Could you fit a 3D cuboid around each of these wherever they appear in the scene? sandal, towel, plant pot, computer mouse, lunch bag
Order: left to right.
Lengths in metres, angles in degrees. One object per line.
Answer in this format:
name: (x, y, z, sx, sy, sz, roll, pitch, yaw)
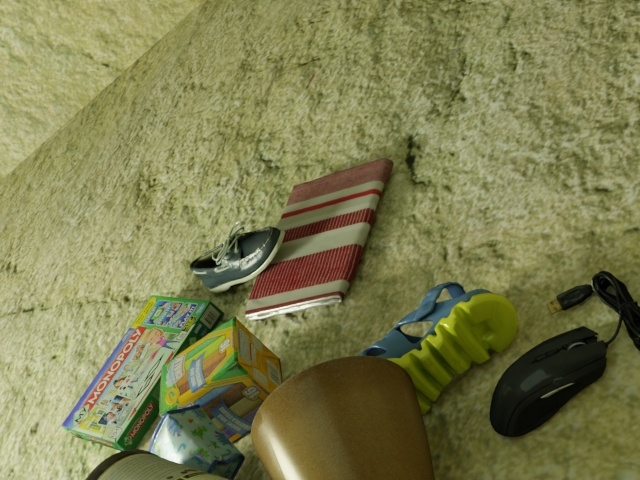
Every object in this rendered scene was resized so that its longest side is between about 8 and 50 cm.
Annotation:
lunch bag: (-0.208, 0.357, 1.906, 0.129, 0.096, 0.151, 43, 115, 29)
towel: (0.000, 0.000, 2.208, 0.237, 0.037, 0.329, -15, 41, 39)
plant pot: (0.056, 0.324, 1.583, 0.237, 0.237, 0.254, -36, 46, 13)
sandal: (0.135, 0.167, 1.767, 0.317, 0.126, 0.138, -33, 27, 2)
computer mouse: (0.316, 0.138, 1.632, 0.262, 0.060, 0.184, -36, 32, 13)

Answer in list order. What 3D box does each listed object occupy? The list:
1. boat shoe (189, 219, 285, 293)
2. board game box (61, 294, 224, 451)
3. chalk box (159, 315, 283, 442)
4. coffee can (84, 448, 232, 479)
boat shoe: (-0.158, 0.025, 2.271, 0.254, 0.079, 0.095, -27, 30, 53)
board game box: (-0.337, 0.246, 2.292, 0.213, 0.046, 0.317, 2, 53, 50)
chalk box: (-0.182, 0.254, 2.009, 0.213, 0.132, 0.132, -35, 31, 14)
coffee can: (-0.193, 0.420, 1.706, 0.275, 0.201, 0.201, 6, 56, 43)
